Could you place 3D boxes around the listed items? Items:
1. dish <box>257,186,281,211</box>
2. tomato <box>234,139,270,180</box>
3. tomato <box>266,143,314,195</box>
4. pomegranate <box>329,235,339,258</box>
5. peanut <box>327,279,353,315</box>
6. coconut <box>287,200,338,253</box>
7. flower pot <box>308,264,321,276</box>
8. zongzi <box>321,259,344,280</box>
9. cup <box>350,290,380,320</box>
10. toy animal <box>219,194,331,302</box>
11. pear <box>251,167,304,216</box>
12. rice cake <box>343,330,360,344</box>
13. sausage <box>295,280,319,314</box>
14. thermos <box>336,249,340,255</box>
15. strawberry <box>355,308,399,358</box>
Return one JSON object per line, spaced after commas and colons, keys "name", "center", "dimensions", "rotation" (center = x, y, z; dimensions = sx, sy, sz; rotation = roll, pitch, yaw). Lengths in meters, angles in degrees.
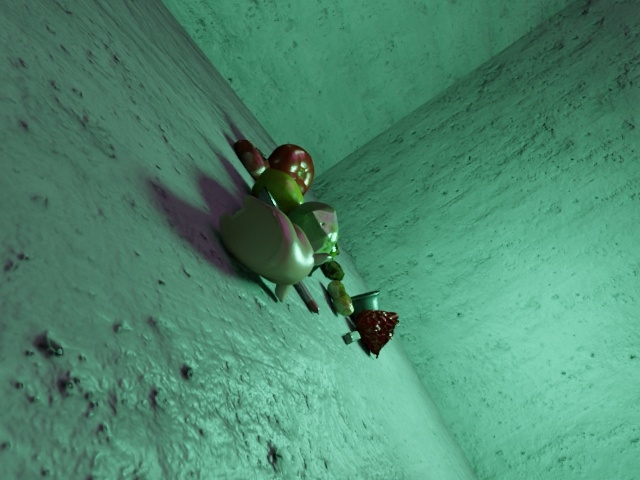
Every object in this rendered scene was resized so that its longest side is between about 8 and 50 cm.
{"name": "dish", "center": [-0.144, -0.015, 1.401], "dimensions": [0.317, 0.106, 0.316], "rotation": [60, 0, 0]}
{"name": "tomato", "center": [-0.305, -0.382, 2.018], "dimensions": [0.228, 0.101, 0.228], "rotation": [52, 7, -9]}
{"name": "tomato", "center": [-0.171, -0.367, 2.299], "dimensions": [0.226, 0.299, 0.299], "rotation": [9, -29, 40]}
{"name": "pomegranate", "center": [0.023, 0.008, 2.123], "dimensions": [0.156, 0.156, 0.220], "rotation": [53, 49, -28]}
{"name": "peanut", "center": [0.084, 0.253, 1.893], "dimensions": [0.087, 0.087, 0.207], "rotation": [51, 7, -37]}
{"name": "coconut", "center": [-0.028, -0.042, 1.647], "dimensions": [0.204, 0.236, 0.236], "rotation": [46, 2, 27]}
{"name": "flower pot", "center": [-0.043, 0.058, 1.807], "dimensions": [0.157, 0.106, 0.157], "rotation": [54, 8, -11]}
{"name": "zongzi", "center": [0.046, 0.130, 2.236], "dimensions": [0.184, 0.084, 0.187], "rotation": [49, -3, 20]}
{"name": "cup", "center": [0.221, 0.344, 2.140], "dimensions": [0.199, 0.198, 0.150], "rotation": [9, 66, -80]}
{"name": "toy animal", "center": [-0.130, 0.022, 1.152], "dimensions": [0.213, 0.195, 0.256], "rotation": [49, 5, 24]}
{"name": "pear", "center": [-0.165, -0.179, 1.719], "dimensions": [0.219, 0.187, 0.187], "rotation": [39, 12, -14]}
{"name": "rice cake", "center": [0.133, 0.399, 1.777], "dimensions": [0.206, 0.036, 0.047], "rotation": [30, 40, -75]}
{"name": "sausage", "center": [-0.066, 0.163, 1.492], "dimensions": [0.223, 0.029, 0.029], "rotation": [57, 7, 1]}
{"name": "thermos", "center": [0.002, 0.007, 2.397], "dimensions": [0.330, 0.136, 0.110], "rotation": [44, 42, -60]}
{"name": "strawberry", "center": [0.240, 0.406, 2.005], "dimensions": [0.177, 0.234, 0.234], "rotation": [29, 9, -1]}
